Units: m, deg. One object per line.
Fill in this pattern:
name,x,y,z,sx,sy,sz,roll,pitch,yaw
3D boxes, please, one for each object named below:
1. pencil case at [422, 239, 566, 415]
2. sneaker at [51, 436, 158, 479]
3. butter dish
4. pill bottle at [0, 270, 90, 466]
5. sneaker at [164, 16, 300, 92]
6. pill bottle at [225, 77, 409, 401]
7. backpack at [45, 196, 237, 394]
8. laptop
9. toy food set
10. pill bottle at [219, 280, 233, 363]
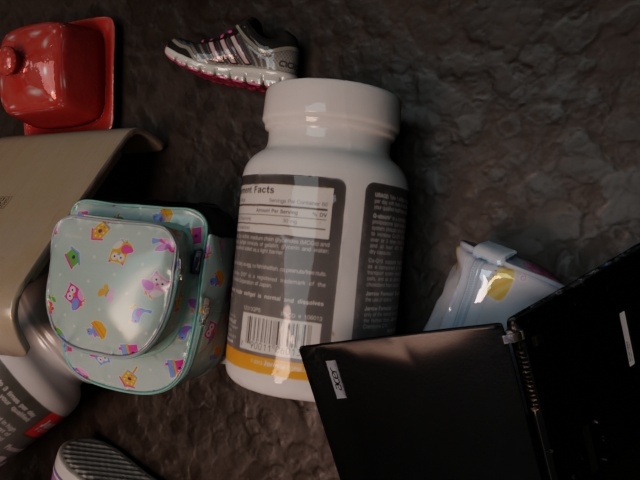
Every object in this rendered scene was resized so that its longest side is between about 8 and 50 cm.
pencil case,0.121,0.136,0.554,0.273,0.124,0.113,-65,28,7
sneaker,-0.219,0.369,0.717,0.282,0.102,0.161,26,102,34
butter dish,-0.353,-0.213,0.784,0.160,0.118,0.160,-1,87,25
pill bottle,-0.383,0.173,0.705,0.283,0.161,0.161,-37,71,-13
sneaker,-0.095,-0.215,0.700,0.170,0.063,0.075,16,95,19
pill bottle,0.000,0.000,0.594,0.162,0.162,0.279,5,89,24
backpack,-0.175,0.056,0.610,0.165,0.144,0.189,6,98,15
laptop,0.156,0.147,0.495,0.136,0.264,0.235,5,115,61
toy food set,-0.337,-0.012,0.714,0.219,0.092,0.306,2,51,24
pill bottle,-0.085,0.072,0.679,0.067,0.067,0.120,7,91,24
